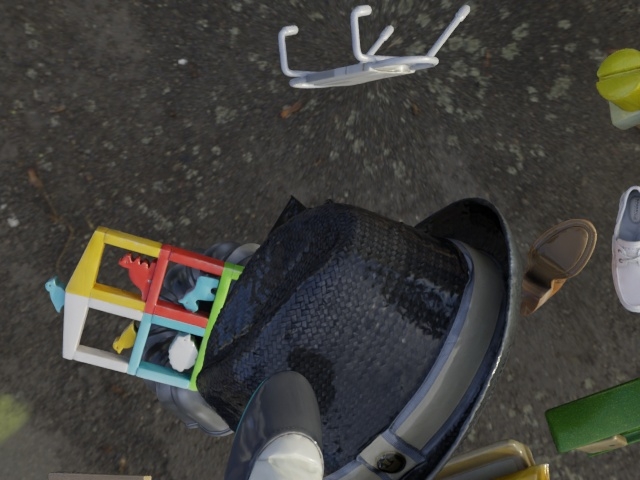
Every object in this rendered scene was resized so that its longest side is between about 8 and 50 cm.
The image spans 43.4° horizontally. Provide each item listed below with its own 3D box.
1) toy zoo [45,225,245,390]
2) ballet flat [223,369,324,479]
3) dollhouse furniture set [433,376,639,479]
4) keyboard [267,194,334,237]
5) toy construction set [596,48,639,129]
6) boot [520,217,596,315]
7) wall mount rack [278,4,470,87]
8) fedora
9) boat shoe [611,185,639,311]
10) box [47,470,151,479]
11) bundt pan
[{"bbox_3d":[-0.233,0.098,1.116,0.293,0.030,0.192,17,103,-8],"label":"toy zoo"},{"bbox_3d":[-0.031,0.185,0.508,0.074,0.074,0.203,18,79,-1],"label":"ballet flat"},{"bbox_3d":[0.220,0.287,0.797,0.302,0.151,0.197,-25,66,18],"label":"dollhouse furniture set"},{"bbox_3d":[0.000,0.000,1.102,0.023,0.180,0.108,22,104,-46],"label":"keyboard"},{"bbox_3d":[0.270,-0.051,0.328,0.151,0.328,0.215,14,77,-23],"label":"toy construction set"},{"bbox_3d":[0.525,0.021,1.717,0.109,0.220,0.283,34,134,19],"label":"boot"},{"bbox_3d":[0.105,-0.365,1.508,0.304,0.350,0.130,-9,98,-40],"label":"wall mount rack"},{"bbox_3d":[0.004,0.078,0.662,0.152,0.334,0.334,32,103,-18],"label":"fedora"},{"bbox_3d":[0.680,0.016,1.756,0.098,0.096,0.277,-4,81,27],"label":"boat shoe"},{"bbox_3d":[-0.306,0.419,1.089,0.164,0.021,0.201,-5,76,22],"label":"box"},{"bbox_3d":[-0.168,0.140,1.307,0.331,0.331,0.124,-38,138,11],"label":"bundt pan"}]
